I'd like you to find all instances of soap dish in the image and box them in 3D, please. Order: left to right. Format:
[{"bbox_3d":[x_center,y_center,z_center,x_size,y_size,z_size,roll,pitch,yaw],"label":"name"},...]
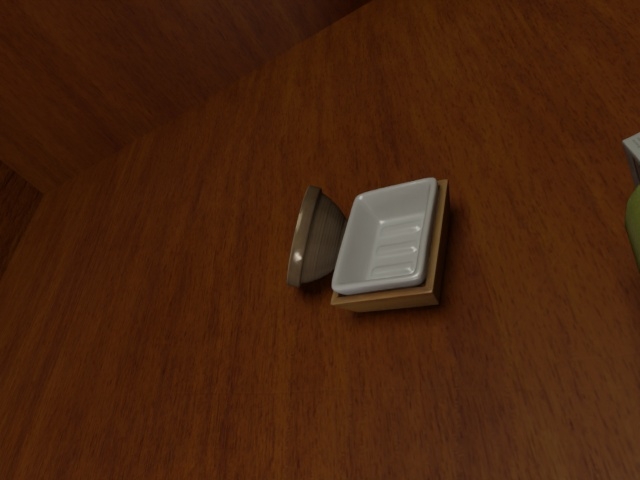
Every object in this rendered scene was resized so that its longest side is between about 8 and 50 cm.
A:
[{"bbox_3d":[0.158,0.016,1.210,0.229,0.118,0.291,-11,46,33],"label":"soap dish"}]

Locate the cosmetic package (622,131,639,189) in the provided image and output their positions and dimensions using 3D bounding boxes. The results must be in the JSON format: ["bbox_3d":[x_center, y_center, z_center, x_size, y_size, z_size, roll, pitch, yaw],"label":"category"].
[{"bbox_3d":[0.620,-0.113,0.917,0.183,0.151,0.151,-26,40,18],"label":"cosmetic package"}]

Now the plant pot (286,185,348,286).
[{"bbox_3d":[0.000,0.000,1.326,0.110,0.237,0.237,14,54,2],"label":"plant pot"}]

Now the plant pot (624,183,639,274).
[{"bbox_3d":[0.539,0.026,0.758,0.276,0.276,0.254,-23,37,22],"label":"plant pot"}]
